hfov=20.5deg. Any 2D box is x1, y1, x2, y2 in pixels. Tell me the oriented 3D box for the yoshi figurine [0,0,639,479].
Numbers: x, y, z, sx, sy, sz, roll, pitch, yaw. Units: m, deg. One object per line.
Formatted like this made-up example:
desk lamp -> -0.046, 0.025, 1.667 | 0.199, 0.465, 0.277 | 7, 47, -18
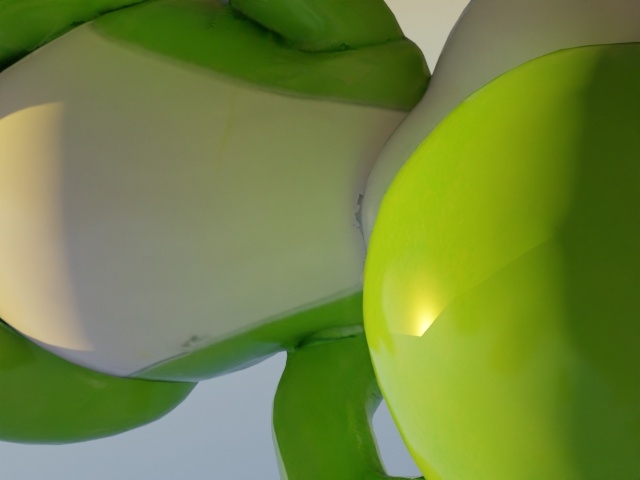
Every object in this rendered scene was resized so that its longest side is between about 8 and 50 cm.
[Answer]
yoshi figurine -> -0.012, -0.002, 0.423 | 0.362, 0.203, 0.203 | 0, 148, 24
